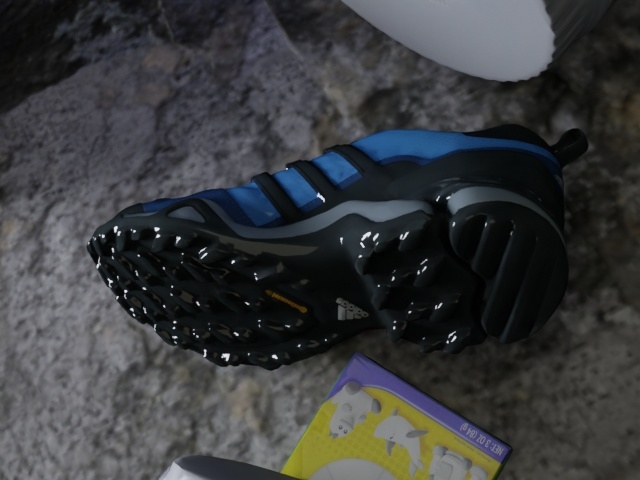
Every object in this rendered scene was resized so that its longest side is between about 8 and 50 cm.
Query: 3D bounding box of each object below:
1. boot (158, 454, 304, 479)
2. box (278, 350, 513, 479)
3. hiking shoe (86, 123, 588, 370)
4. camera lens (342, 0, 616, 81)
[{"bbox_3d":[0.026,0.194,0.339,0.258,0.095,0.123,9,82,27],"label":"boot"},{"bbox_3d":[0.018,0.165,0.412,0.105,0.043,0.179,29,85,21],"label":"box"},{"bbox_3d":[0.000,0.000,0.447,0.304,0.113,0.132,-1,34,27],"label":"hiking shoe"},{"bbox_3d":[0.121,-0.259,0.412,0.219,0.219,0.274,33,87,22],"label":"camera lens"}]
